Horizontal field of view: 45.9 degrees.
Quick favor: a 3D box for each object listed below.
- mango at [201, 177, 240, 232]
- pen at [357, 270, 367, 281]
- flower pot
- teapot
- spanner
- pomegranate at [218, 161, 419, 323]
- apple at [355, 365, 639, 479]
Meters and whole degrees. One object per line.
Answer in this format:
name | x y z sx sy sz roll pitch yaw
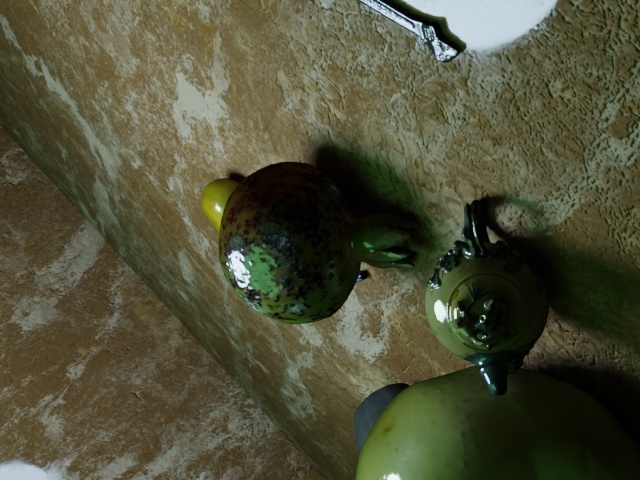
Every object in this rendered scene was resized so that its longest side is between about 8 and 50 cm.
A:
mango | -0.199 -0.063 1.678 0.137 0.098 0.195 41 162 12
pen | 0.042 0.082 1.565 0.025 0.025 0.204 53 155 -8
flower pot | 0.172 0.415 1.609 0.166 0.269 0.269 51 165 49
teapot | 0.229 0.079 1.048 0.182 0.173 0.269 -34 -64 -78
spanner | 0.093 -0.286 0.958 0.208 0.012 0.046 39 155 22
pomegranate | 0.000 0.000 1.284 0.341 0.285 0.285 -5 130 20
apple | 0.270 0.408 1.173 0.474 0.474 0.473 38 154 23
